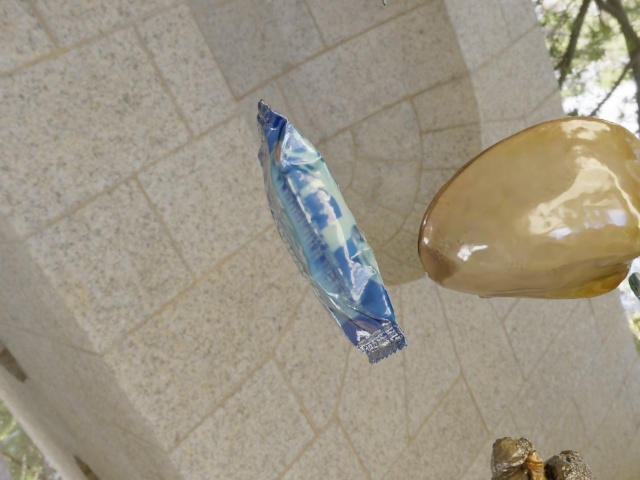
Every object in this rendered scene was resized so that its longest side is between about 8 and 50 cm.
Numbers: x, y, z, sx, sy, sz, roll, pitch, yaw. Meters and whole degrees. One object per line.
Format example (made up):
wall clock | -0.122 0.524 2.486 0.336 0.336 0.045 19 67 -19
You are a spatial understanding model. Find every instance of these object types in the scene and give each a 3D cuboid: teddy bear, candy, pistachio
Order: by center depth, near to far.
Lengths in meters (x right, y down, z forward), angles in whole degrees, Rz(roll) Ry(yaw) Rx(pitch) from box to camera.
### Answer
pistachio | 0.238 -0.029 0.676 0.260 0.213 0.163 -7 -163 -3
candy | 0.000 0.000 0.735 0.077 0.331 0.187 -24 170 -14
teddy bear | 0.407 0.450 1.088 0.190 0.140 0.177 -8 -136 1

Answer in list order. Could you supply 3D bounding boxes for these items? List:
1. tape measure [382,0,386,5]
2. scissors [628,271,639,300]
tape measure | 0.078 -0.369 0.633 0.084 0.331 0.164 -19 157 19
scissors | 0.683 0.102 1.210 0.041 0.138 0.289 -46 165 29
